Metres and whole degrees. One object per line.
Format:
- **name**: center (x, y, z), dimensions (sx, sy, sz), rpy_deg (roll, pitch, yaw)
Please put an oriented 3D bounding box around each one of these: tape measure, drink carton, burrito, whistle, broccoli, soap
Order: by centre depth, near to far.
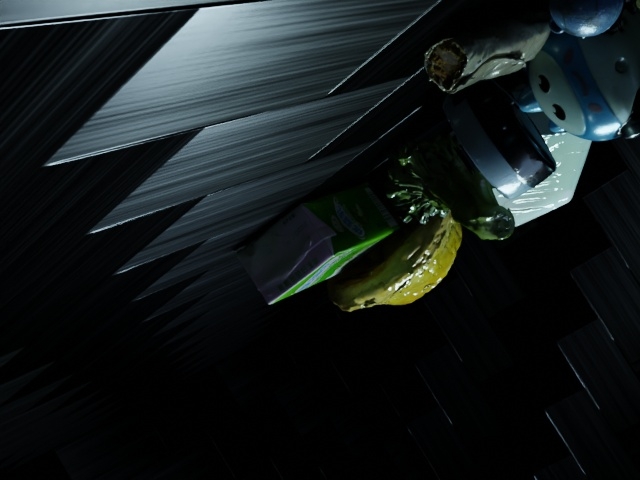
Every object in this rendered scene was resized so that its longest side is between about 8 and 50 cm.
- **whistle**: center (0.308, -0.279, 1.246), dimensions (0.090, 0.090, 0.158), rpy_deg (-27, 173, -38)
- **burrito**: center (0.198, -0.219, 1.280), dimensions (0.226, 0.060, 0.087), rpy_deg (-26, 172, -44)
- **tape measure**: center (0.248, -0.147, 1.568), dimensions (0.107, 0.182, 0.181), rpy_deg (-34, 171, 20)
- **broccoli**: center (0.206, -0.066, 1.668), dimensions (0.164, 0.146, 0.304), rpy_deg (-3, -162, -15)
- **soap**: center (0.335, -0.130, 1.828), dimensions (0.172, 0.095, 0.289), rpy_deg (-6, 152, -2)
- **drink carton**: center (0.000, 0.000, 1.853), dimensions (0.161, 0.108, 0.271), rpy_deg (-38, 171, 29)

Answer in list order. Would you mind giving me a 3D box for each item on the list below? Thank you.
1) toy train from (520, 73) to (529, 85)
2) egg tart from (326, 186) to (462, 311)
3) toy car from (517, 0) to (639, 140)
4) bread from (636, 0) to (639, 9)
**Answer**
- **toy train**: center (0.411, -0.253, 1.870), dimensions (0.132, 0.083, 0.200), rpy_deg (9, -179, 27)
- **egg tart**: center (0.154, 0.005, 2.034), dimensions (0.341, 0.129, 0.341), rpy_deg (-48, -160, 24)
- **toy car**: center (0.345, -0.220, 1.432), dimensions (0.190, 0.188, 0.255), rpy_deg (-25, -169, 30)
- **bread**: center (0.432, -0.313, 1.672), dimensions (0.188, 0.068, 0.125), rpy_deg (-36, 173, 32)
